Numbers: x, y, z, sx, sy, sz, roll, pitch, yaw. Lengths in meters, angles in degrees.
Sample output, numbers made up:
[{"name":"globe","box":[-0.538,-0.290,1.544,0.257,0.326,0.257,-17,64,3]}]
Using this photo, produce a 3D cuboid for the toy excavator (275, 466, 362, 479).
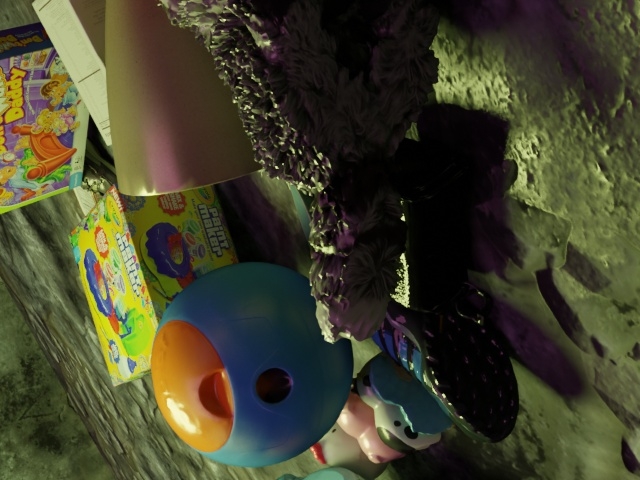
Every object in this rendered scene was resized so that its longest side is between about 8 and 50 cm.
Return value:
[{"name":"toy excavator","box":[0.072,0.456,1.344,0.222,0.445,0.433,46,-172,-21]}]

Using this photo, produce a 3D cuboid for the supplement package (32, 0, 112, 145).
[{"name":"supplement package","box":[-0.304,-0.287,1.368,0.139,0.134,0.244,-4,116,57]}]

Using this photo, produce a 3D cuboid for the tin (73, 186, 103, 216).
[{"name":"tin","box":[-0.496,-0.103,1.943,0.106,0.040,0.189,29,142,46]}]

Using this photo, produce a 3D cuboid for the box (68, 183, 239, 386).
[{"name":"box","box":[-0.274,0.067,1.543,0.279,0.177,0.290,-32,75,54]}]

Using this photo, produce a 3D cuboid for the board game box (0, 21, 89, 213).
[{"name":"board game box","box":[-0.533,-0.214,1.612,0.078,0.233,0.347,42,136,24]}]

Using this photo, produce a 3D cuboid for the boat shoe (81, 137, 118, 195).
[{"name":"boat shoe","box":[-0.457,-0.129,1.816,0.223,0.073,0.080,46,149,18]}]

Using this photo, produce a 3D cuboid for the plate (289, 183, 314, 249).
[{"name":"plate","box":[0.000,0.000,1.263,0.188,0.024,0.188,160,90,-85]}]

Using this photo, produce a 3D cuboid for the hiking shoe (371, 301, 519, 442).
[{"name":"hiking shoe","box":[0.145,0.133,1.170,0.304,0.113,0.132,56,160,21]}]

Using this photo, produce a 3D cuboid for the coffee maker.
[{"name":"coffee maker","box":[0.125,-0.016,1.047,0.171,0.120,0.178,12,134,21]}]

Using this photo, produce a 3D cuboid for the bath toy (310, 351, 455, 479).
[{"name":"bath toy","box":[0.078,0.270,1.370,0.348,0.129,0.151,120,147,-57]}]

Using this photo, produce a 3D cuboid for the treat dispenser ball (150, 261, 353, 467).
[{"name":"treat dispenser ball","box":[-0.096,0.174,1.278,0.288,0.288,0.288,37,146,31]}]

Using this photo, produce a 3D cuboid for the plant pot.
[{"name":"plant pot","box":[-0.167,-0.226,1.147,0.256,0.256,0.274,9,117,53]}]

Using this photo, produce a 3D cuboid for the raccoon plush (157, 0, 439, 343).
[{"name":"raccoon plush","box":[-0.061,-0.137,0.971,0.299,0.216,0.446,20,104,51]}]
